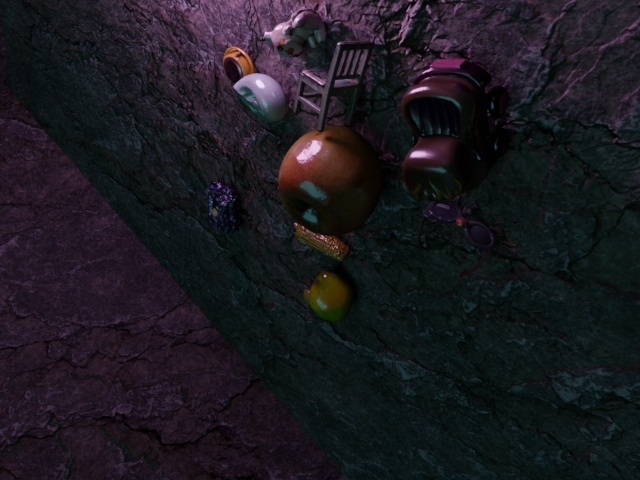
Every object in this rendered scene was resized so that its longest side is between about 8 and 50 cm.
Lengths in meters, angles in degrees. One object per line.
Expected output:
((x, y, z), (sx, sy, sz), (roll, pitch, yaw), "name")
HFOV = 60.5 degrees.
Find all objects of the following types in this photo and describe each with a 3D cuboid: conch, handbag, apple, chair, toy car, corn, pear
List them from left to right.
((-0.441, -0.143, 2.523), (0.161, 0.113, 0.260), (23, 132, 23), "handbag")
((-0.199, -0.488, 1.888), (0.221, 0.121, 0.185), (37, 145, 29), "conch")
((0.000, 0.000, 2.173), (0.261, 0.097, 0.097), (31, 143, 21), "corn")
((0.039, 0.226, 2.266), (0.187, 0.187, 0.220), (14, 140, 41), "pear")
((0.031, -0.473, 1.608), (0.147, 0.136, 0.271), (43, 136, 33), "chair")
((0.035, -0.196, 1.762), (0.338, 0.305, 0.339), (26, 151, 15), "apple")
((0.315, -0.267, 1.407), (0.271, 0.240, 0.341), (14, 136, 39), "toy car")

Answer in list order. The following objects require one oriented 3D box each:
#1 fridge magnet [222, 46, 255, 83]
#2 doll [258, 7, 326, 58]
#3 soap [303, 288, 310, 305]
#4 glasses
((-0.289, -0.606, 1.927), (0.143, 0.063, 0.143), (26, 138, 26), "fridge magnet")
((-0.075, -0.615, 1.631), (0.192, 0.149, 0.095), (-23, 64, 48), "doll")
((-0.027, 0.277, 2.521), (0.140, 0.045, 0.089), (28, 138, 29), "soap")
((0.400, 0.019, 1.709), (0.234, 0.118, 0.268), (36, 144, 16), "glasses")
